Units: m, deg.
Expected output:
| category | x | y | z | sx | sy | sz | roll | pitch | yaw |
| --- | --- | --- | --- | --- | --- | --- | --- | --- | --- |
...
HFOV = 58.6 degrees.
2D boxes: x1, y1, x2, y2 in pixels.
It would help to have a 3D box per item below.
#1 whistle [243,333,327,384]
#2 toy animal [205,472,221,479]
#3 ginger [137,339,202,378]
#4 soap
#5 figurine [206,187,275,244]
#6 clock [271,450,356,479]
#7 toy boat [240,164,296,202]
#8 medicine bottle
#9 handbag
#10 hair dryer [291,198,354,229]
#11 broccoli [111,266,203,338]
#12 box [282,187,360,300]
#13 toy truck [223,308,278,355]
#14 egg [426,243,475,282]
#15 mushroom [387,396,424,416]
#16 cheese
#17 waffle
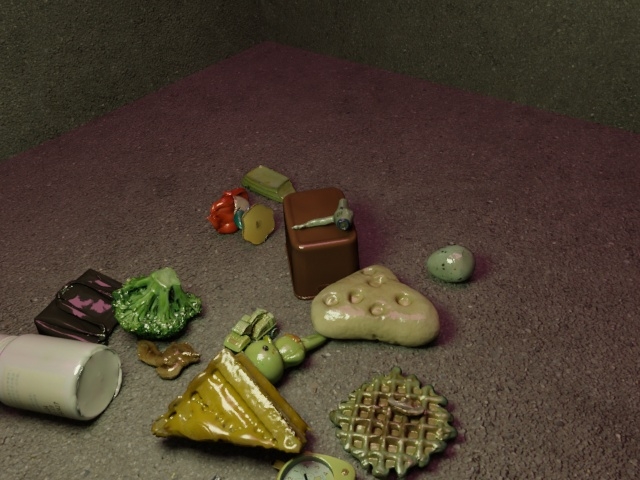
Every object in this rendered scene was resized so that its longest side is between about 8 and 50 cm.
| category | x | y | z | sx | sy | sz | roll | pitch | yaw |
| --- | --- | --- | --- | --- | --- | --- | --- | --- | --- |
| whistle | -0.114 | 0.322 | 1.683 | 0.294 | 0.141 | 0.141 | -33 | 46 | -30 |
| toy animal | -0.285 | 0.659 | 1.337 | 0.367 | 0.081 | 0.205 | -5 | 37 | 9 |
| ginger | -0.474 | 0.351 | 1.762 | 0.214 | 0.058 | 0.133 | 24 | 55 | 35 |
| soap | -0.227 | 0.503 | 1.476 | 0.304 | 0.169 | 0.339 | -48 | 65 | 2 |
| figurine | -0.322 | -0.104 | 2.210 | 0.257 | 0.181 | 0.208 | 28 | 79 | 44 |
| clock | -0.037 | 0.599 | 1.385 | 0.232 | 0.069 | 0.170 | 11 | 43 | 22 |
| toy boat | -0.231 | -0.249 | 2.438 | 0.276 | 0.084 | 0.111 | 26 | 51 | 32 |
| medicine bottle | -0.796 | 0.383 | 1.643 | 0.379 | 0.213 | 0.213 | 6 | 41 | 14 |
| handbag | -0.767 | 0.235 | 1.909 | 0.257 | 0.113 | 0.285 | 18 | 44 | 17 |
| hair dryer | 0.020 | -0.082 | 1.880 | 0.199 | 0.067 | 0.167 | -5 | 28 | 21 |
| broccoli | -0.530 | 0.199 | 1.829 | 0.262 | 0.241 | 0.269 | -16 | 56 | -46 |
| box | 0.000 | 0.000 | 1.985 | 0.240 | 0.229 | 0.339 | -8 | 40 | -5 |
| toy truck | -0.214 | 0.284 | 1.756 | 0.085 | 0.116 | 0.191 | 20 | 45 | 31 |
| egg | 0.436 | 0.075 | 1.909 | 0.164 | 0.131 | 0.131 | 4 | 40 | 24 |
| mushroom | 0.224 | 0.435 | 1.497 | 0.101 | 0.019 | 0.049 | 12 | 40 | 21 |
| cheese | 0.153 | 0.232 | 1.749 | 0.329 | 0.129 | 0.351 | -20 | 40 | -25 |
| waffle | 0.193 | 0.479 | 1.506 | 0.309 | 0.056 | 0.292 | -26 | 42 | -26 |
